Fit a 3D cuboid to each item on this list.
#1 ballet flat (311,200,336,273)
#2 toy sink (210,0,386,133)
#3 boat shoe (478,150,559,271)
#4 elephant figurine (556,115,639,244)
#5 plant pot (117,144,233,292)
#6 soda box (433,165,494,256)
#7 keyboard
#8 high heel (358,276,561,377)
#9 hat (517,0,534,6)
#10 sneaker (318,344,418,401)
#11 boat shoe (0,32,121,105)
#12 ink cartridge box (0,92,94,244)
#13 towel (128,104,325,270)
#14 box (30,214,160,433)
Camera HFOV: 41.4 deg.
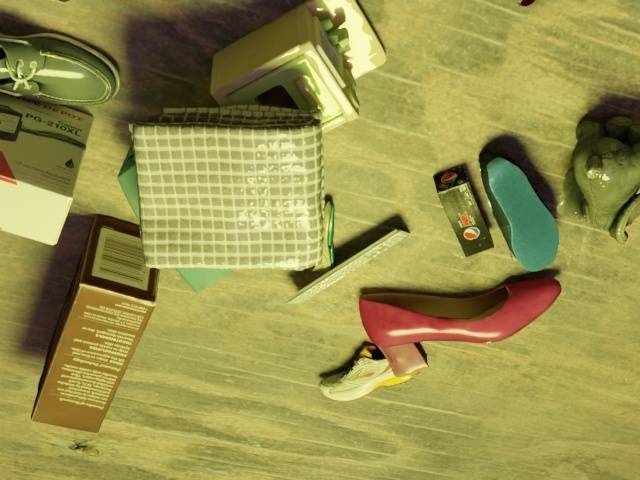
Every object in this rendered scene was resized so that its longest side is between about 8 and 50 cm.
[{"bbox_3d":[0.000,0.000,1.541,0.053,0.057,0.168,3,131,6],"label":"ballet flat"},{"bbox_3d":[-0.026,-0.248,1.274,0.234,0.131,0.152,-25,128,16],"label":"toy sink"},{"bbox_3d":[0.354,-0.060,1.498,0.109,0.089,0.258,-25,124,0],"label":"boat shoe"},{"bbox_3d":[0.492,-0.073,1.436,0.186,0.169,0.239,-6,127,-6],"label":"elephant figurine"},{"bbox_3d":[-0.210,-0.073,1.399,0.166,0.165,0.234,-31,118,21],"label":"plant pot"},{"bbox_3d":[0.257,-0.050,1.516,0.060,0.053,0.168,-20,128,13],"label":"soda box"},{"bbox_3d":[0.052,0.052,1.572,0.256,0.014,0.072,-33,161,14],"label":"keyboard"},{"bbox_3d":[0.268,0.117,1.632,0.377,0.127,0.181,-27,106,3],"label":"high heel"},{"bbox_3d":[0.376,-0.398,1.140,0.173,0.183,0.208,25,124,-24],"label":"hat"},{"bbox_3d":[0.095,0.263,1.768,0.225,0.088,0.092,-25,107,16],"label":"sneaker"},{"bbox_3d":[-0.463,-0.252,1.259,0.320,0.099,0.116,13,127,-16],"label":"boat shoe"},{"bbox_3d":[-0.453,-0.122,1.283,0.172,0.237,0.100,19,124,-19],"label":"ink cartridge box"},{"bbox_3d":[-0.135,-0.073,1.237,0.284,0.121,0.234,-1,117,3],"label":"towel"},{"bbox_3d":[-0.412,0.163,1.560,0.143,0.191,0.381,18,127,-19],"label":"box"}]
